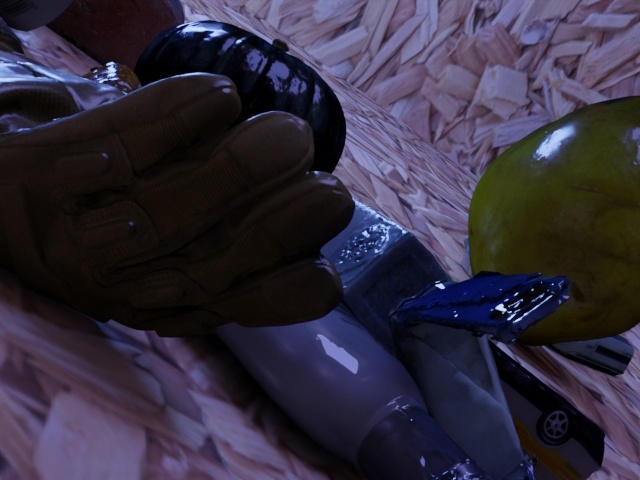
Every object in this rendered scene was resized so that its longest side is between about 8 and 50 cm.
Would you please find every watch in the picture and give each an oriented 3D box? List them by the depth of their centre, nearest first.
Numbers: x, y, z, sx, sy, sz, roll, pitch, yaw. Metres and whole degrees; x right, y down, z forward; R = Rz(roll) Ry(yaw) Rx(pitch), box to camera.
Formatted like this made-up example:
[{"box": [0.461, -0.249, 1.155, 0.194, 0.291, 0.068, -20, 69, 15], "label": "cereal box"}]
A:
[{"box": [0.133, 0.149, 0.997, 0.274, 0.068, 0.276, -178, -111, -77], "label": "watch"}]

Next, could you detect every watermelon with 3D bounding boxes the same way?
[{"box": [-0.221, -0.251, 1.766, 0.226, 0.148, 0.318, 59, 1, 15], "label": "watermelon"}]

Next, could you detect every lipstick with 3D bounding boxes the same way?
[{"box": [0.000, 0.000, 1.244, 0.068, 0.066, 0.317, 51, -7, -24], "label": "lipstick"}]

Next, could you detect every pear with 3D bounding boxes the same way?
[{"box": [0.305, -0.024, 1.934, 0.269, 0.321, 0.269, 41, -9, 8], "label": "pear"}]

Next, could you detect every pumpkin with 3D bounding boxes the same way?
[{"box": [-0.069, -0.114, 1.466, 0.202, 0.140, 0.202, 25, -4, 2], "label": "pumpkin"}]

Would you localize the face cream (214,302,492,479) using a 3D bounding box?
[{"box": [0.001, 0.076, 1.042, 0.291, 0.071, 0.144, 44, 5, 38], "label": "face cream"}]

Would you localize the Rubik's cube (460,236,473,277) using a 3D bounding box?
[{"box": [0.223, 0.018, 2.172, 0.084, 0.075, 0.073, 34, 10, -26], "label": "Rubik's cube"}]

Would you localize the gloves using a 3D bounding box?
[{"box": [-0.130, -0.038, 0.917, 0.331, 0.141, 0.154, 31, -20, 25], "label": "gloves"}]

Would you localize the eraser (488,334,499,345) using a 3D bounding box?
[{"box": [0.071, 0.028, 1.665, 0.157, 0.038, 0.230, 33, 9, -27], "label": "eraser"}]

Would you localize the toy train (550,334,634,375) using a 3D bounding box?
[{"box": [0.337, 0.127, 2.159, 0.055, 0.048, 0.252, 40, 9, 29], "label": "toy train"}]

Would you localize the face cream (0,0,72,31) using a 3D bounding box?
[{"box": [-0.311, -0.285, 1.438, 0.101, 0.101, 0.252, 46, 3, 43], "label": "face cream"}]

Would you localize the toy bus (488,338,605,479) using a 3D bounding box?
[{"box": [0.141, 0.130, 1.315, 0.172, 0.072, 0.057, 39, 10, -5], "label": "toy bus"}]

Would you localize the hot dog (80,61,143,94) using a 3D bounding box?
[{"box": [-0.151, -0.075, 1.181, 0.289, 0.083, 0.068, -120, -169, -70], "label": "hot dog"}]
